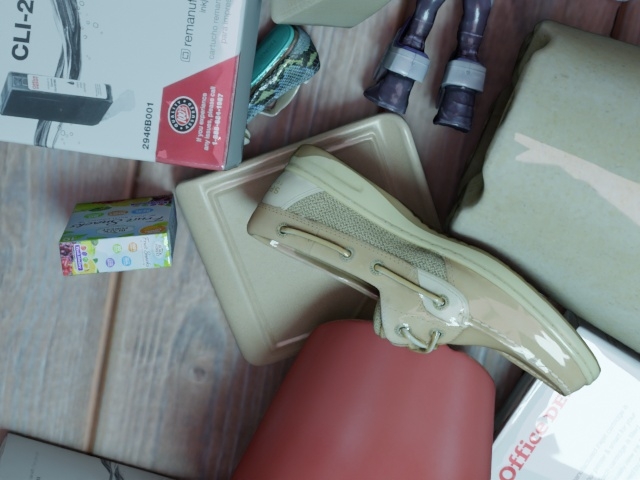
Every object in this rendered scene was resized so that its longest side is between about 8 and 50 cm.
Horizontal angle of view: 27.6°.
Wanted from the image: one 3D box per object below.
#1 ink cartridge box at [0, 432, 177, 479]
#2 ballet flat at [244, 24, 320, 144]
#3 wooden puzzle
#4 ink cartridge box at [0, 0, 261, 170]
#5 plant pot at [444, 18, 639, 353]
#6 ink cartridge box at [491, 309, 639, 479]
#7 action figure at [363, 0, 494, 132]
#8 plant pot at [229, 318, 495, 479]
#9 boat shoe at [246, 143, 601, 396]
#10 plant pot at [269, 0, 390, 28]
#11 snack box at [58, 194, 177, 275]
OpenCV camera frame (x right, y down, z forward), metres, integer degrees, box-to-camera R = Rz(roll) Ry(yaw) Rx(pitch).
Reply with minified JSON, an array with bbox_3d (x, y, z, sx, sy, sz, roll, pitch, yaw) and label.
[{"bbox_3d":[-0.230,0.344,1.360,0.283,0.117,0.207,18,105,-10],"label":"ink cartridge box"},{"bbox_3d":[-0.074,-0.127,1.257,0.188,0.070,0.070,-39,106,12],"label":"ballet flat"},{"bbox_3d":[0.000,0.000,1.303,0.238,0.044,0.221,-17,116,6],"label":"wooden puzzle"},{"bbox_3d":[-0.200,-0.178,1.168,0.272,0.114,0.197,8,96,4],"label":"ink cartridge box"},{"bbox_3d":[0.294,-0.045,1.194,0.305,0.334,0.334,24,104,0],"label":"plant pot"},{"bbox_3d":[0.319,0.224,1.335,0.272,0.115,0.198,32,103,1],"label":"ink cartridge box"},{"bbox_3d":[0.131,-0.251,1.215,0.185,0.099,0.285,19,101,-2],"label":"action figure"},{"bbox_3d":[0.047,0.225,1.247,0.274,0.275,0.243,24,65,-11],"label":"plant pot"},{"bbox_3d":[0.091,0.049,1.180,0.341,0.122,0.110,34,81,12],"label":"boat shoe"},{"bbox_3d":[0.020,-0.257,1.163,0.096,0.109,0.109,-12,86,44],"label":"plant pot"},{"bbox_3d":[-0.189,-0.007,1.241,0.100,0.141,0.037,-6,107,-2],"label":"snack box"}]
